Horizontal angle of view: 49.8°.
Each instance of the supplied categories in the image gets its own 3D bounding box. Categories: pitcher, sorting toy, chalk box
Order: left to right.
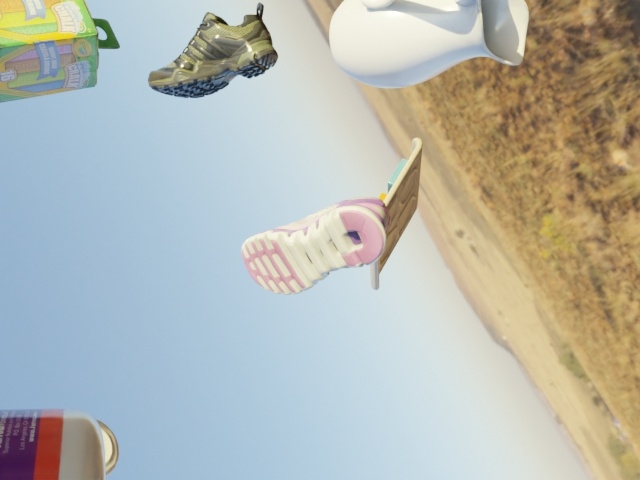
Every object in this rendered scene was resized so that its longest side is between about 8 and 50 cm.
[{"bbox_3d":[-0.436,-0.328,1.111,0.132,0.213,0.132,61,151,18],"label":"chalk box"},{"bbox_3d":[0.119,-0.043,1.156,0.038,0.208,0.193,20,155,15],"label":"sorting toy"},{"bbox_3d":[0.103,-0.250,0.769,0.178,0.207,0.125,30,-111,-50],"label":"pitcher"}]

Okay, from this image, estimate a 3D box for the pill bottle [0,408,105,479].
[{"bbox_3d":[-0.328,0.215,0.495,0.181,0.323,0.181,-176,90,-70],"label":"pill bottle"}]

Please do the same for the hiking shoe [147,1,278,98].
[{"bbox_3d":[-0.183,-0.310,1.136,0.086,0.227,0.114,17,-119,-75],"label":"hiking shoe"}]

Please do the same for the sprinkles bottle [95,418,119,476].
[{"bbox_3d":[-0.537,0.469,1.320,0.121,0.355,0.121,39,-152,-26],"label":"sprinkles bottle"}]

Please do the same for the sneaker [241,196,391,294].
[{"bbox_3d":[0.000,0.000,0.927,0.095,0.237,0.104,62,-144,-15],"label":"sneaker"}]
